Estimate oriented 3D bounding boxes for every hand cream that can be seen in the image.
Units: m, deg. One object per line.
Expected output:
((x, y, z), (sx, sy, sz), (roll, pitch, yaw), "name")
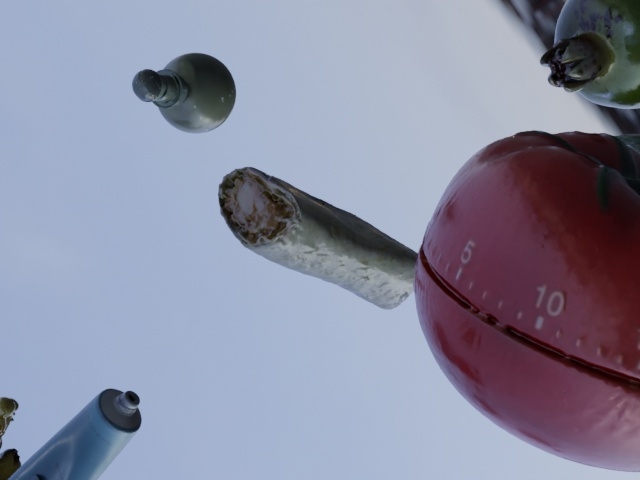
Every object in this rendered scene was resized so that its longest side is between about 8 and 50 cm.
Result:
((-0.237, 0.210, 1.645), (0.048, 0.224, 0.083), (6, -133, -45), "hand cream")

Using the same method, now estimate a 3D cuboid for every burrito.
((-0.001, -0.002, 2.488), (0.299, 0.105, 0.143), (25, -165, -26), "burrito")

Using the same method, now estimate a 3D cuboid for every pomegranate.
((0.357, -0.233, 2.139), (0.179, 0.210, 0.179), (43, 166, 13), "pomegranate")

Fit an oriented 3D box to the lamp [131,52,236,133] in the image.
((-0.157, -0.166, 1.920), (0.091, 0.091, 0.163), (60, -159, 14), "lamp")

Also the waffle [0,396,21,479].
((-0.408, 0.343, 2.200), (0.324, 0.261, 0.151), (50, -146, -22), "waffle")

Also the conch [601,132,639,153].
((0.403, -0.071, 2.141), (0.114, 0.234, 0.137), (41, -138, -75), "conch")

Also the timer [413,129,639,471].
((0.277, 0.056, 1.678), (0.378, 0.279, 0.378), (15, -162, -5), "timer")
